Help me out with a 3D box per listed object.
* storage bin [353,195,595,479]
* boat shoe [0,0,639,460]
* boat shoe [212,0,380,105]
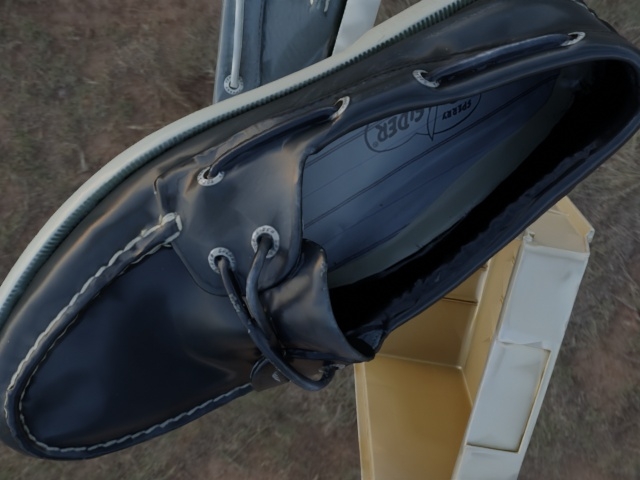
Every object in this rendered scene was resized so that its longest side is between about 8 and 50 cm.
[{"bbox_3d":[0.115,0.064,0.738,0.123,0.260,0.263,10,112,-4],"label":"storage bin"},{"bbox_3d":[0.002,0.003,0.374,0.340,0.113,0.127,-31,126,-9],"label":"boat shoe"},{"bbox_3d":[-0.052,-0.059,0.566,0.099,0.116,0.320,19,126,-7],"label":"boat shoe"}]
